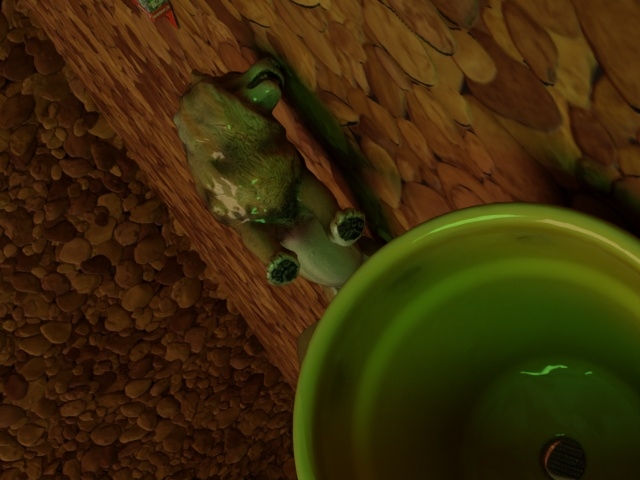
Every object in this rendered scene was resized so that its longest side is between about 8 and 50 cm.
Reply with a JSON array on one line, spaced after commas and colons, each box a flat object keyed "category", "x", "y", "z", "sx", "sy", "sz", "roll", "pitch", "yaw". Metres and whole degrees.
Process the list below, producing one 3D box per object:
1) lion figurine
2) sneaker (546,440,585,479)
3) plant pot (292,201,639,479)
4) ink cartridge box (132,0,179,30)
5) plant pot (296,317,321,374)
[{"category": "lion figurine", "x": 0.000, "y": 0.000, "z": 1.002, "sx": 0.392, "sy": 0.142, "sz": 0.240, "roll": 54, "pitch": 177, "yaw": -38}, {"category": "sneaker", "x": 0.272, "y": 0.221, "z": 0.857, "sx": 0.071, "sy": 0.066, "sz": 0.188, "roll": 36, "pitch": 177, "yaw": -12}, {"category": "plant pot", "x": 0.142, "y": 0.131, "z": 0.637, "sx": 0.254, "sy": 0.254, "sz": 0.239, "roll": 45, "pitch": -176, "yaw": 29}, {"category": "ink cartridge box", "x": -0.210, "y": -0.296, "z": 1.158, "sx": 0.063, "sy": 0.029, "sz": 0.115, "roll": 45, "pitch": 167, "yaw": 27}, {"category": "plant pot", "x": 0.077, "y": 0.211, "z": 1.229, "sx": 0.237, "sy": 0.237, "sz": 0.254, "roll": 86, "pitch": 159, "yaw": -71}]
